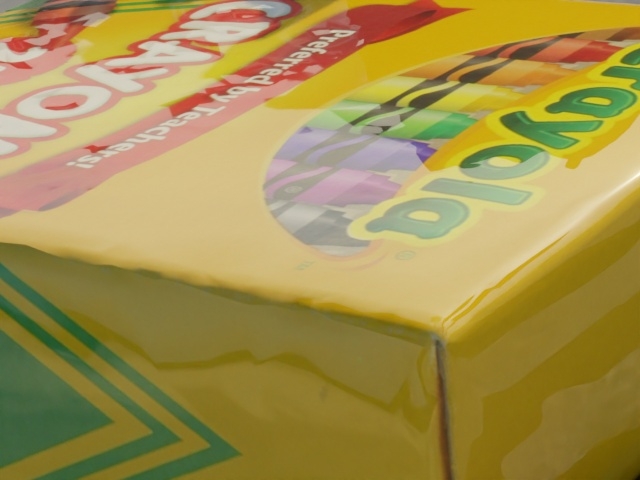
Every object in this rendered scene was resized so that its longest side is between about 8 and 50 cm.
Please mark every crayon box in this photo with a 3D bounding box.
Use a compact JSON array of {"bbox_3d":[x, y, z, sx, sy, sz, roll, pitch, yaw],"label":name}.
[{"bbox_3d":[0.000,0.000,0.518,0.318,0.081,0.202,10,28,35],"label":"crayon box"}]
